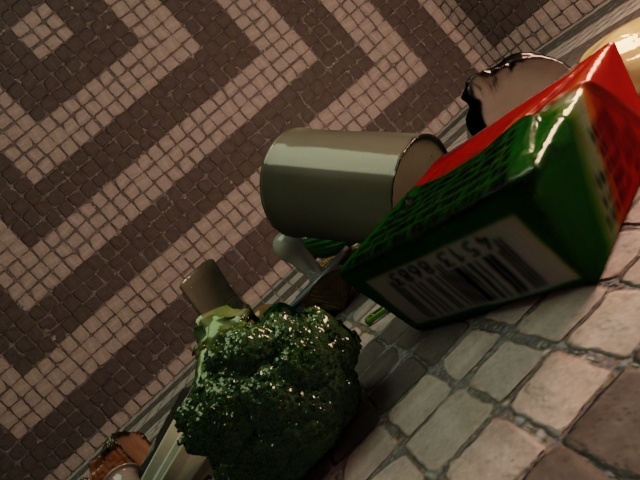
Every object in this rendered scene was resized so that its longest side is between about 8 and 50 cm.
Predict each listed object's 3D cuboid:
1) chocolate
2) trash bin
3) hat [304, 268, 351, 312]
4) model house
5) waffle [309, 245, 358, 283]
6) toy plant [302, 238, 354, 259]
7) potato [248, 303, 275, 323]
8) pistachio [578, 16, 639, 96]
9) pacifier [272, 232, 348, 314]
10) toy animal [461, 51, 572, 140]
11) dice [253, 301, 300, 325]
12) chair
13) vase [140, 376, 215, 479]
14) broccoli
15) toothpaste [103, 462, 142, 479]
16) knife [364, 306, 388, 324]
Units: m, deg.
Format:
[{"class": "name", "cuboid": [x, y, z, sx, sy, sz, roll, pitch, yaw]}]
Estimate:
[{"class": "chocolate", "cuboid": [0.246, -0.055, 0.694, 0.341, 0.161, 0.360, -45, 6, -34]}, {"class": "trash bin", "cuboid": [0.061, -0.126, 1.182, 0.432, 0.280, 0.280, 10, 44, 41]}, {"class": "hat", "cuboid": [0.039, 0.146, 1.218, 0.146, 0.067, 0.146, -25, -41, -23]}, {"class": "model house", "cuboid": [-0.431, 0.526, 1.071, 0.172, 0.166, 0.183, -47, -6, -13]}, {"class": "waffle", "cuboid": [0.046, 0.087, 1.575, 0.193, 0.070, 0.197, -45, 6, -29]}, {"class": "toy plant", "cuboid": [0.012, 0.003, 1.493, 0.240, 0.154, 0.088, -31, 53, 20]}, {"class": "potato", "cuboid": [-0.178, 0.265, 1.617, 0.147, 0.112, 0.112, -51, 8, -21]}, {"class": "pistachio", "cuboid": [0.540, -0.305, 0.875, 0.200, 0.117, 0.145, -36, 42, -12]}, {"class": "pacifier", "cuboid": [-0.045, 0.075, 1.356, 0.244, 0.233, 0.299, -41, -2, 8]}, {"class": "toy animal", "cuboid": [0.378, -0.226, 0.935, 0.212, 0.213, 0.266, -41, -11, 18]}, {"class": "dice", "cuboid": [-0.114, 0.240, 1.233, 0.128, 0.120, 0.131, -37, 9, 35]}, {"class": "chair", "cuboid": [-0.276, 0.234, 1.383, 0.186, 0.319, 0.160, -38, 6, 40]}, {"class": "vase", "cuboid": [-0.225, 0.374, 0.796, 0.165, 0.165, 0.360, -39, 9, 34]}, {"class": "broccoli", "cuboid": [-0.076, 0.191, 0.672, 0.270, 0.270, 0.270, -43, 49, -13]}, {"class": "toothpaste", "cuboid": [-0.193, 0.368, 0.591, 0.096, 0.061, 0.266, -45, 38, -17]}, {"class": "knife", "cuboid": [0.159, 0.099, 0.910, 0.212, 0.015, 0.054, -39, 13, 24]}]
